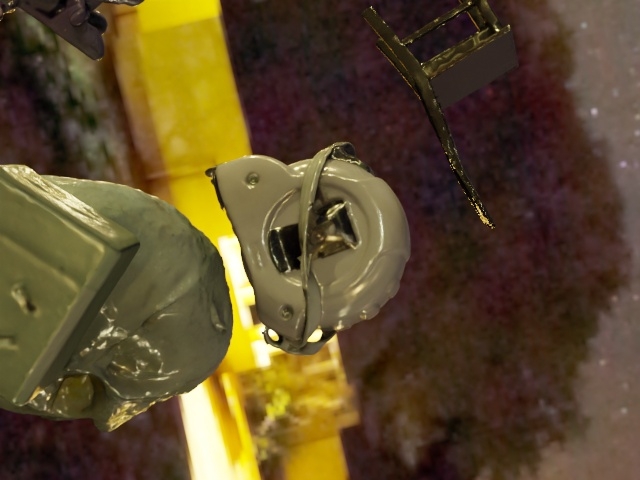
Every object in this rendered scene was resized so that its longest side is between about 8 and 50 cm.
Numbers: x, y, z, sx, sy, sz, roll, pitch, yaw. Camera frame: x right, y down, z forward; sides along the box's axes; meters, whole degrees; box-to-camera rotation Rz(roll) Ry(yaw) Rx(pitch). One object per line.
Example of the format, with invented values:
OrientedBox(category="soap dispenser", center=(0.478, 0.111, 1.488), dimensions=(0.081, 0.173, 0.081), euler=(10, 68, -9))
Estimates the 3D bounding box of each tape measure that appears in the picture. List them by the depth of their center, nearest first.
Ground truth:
OrientedBox(category="tape measure", center=(0.000, 0.000, 1.414), dimensions=(0.120, 0.197, 0.236), euler=(55, 16, -73))

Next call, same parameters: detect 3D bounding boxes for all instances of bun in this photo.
OrientedBox(category="bun", center=(-0.268, 0.079, 1.355), dimensions=(0.354, 0.355, 0.194), euler=(78, 12, -54))

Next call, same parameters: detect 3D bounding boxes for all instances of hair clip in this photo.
OrientedBox(category="hair clip", center=(-0.326, -0.266, 1.353), dimensions=(0.137, 0.278, 0.090), euler=(-107, -144, -49))

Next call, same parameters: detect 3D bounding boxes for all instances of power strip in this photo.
OrientedBox(category="power strip", center=(-0.280, 0.059, 1.124), dimensions=(0.140, 0.224, 0.139), euler=(33, 3, -3))

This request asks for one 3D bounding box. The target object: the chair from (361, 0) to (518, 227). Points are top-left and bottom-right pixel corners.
OrientedBox(category="chair", center=(0.132, -0.123, 1.081), dimensions=(0.212, 0.101, 0.084), euler=(60, 5, 18))
